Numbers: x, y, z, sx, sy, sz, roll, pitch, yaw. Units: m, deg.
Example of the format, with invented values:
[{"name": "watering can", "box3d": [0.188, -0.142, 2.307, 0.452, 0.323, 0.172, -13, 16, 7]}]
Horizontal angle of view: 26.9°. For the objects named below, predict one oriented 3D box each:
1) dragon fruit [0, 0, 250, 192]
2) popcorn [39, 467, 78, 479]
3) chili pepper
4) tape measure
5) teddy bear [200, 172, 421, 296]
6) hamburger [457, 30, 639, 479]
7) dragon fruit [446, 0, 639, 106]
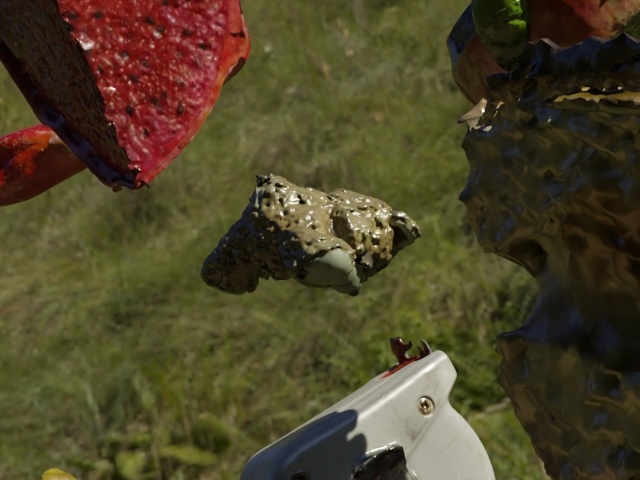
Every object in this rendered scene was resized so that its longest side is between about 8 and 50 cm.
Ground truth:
[{"name": "dragon fruit", "box3d": [-0.149, -0.174, 0.806, 0.126, 0.274, 0.161, -34, 22, -28]}, {"name": "popcorn", "box3d": [-0.158, 0.259, 0.832, 0.174, 0.195, 0.168, -19, 26, 37]}, {"name": "chili pepper", "box3d": [-0.248, -0.069, 1.156, 0.191, 0.059, 0.050, -21, 7, 10]}, {"name": "tape measure", "box3d": [0.064, 0.267, 1.400, 0.258, 0.265, 0.130, -29, 0, -31]}, {"name": "teddy bear", "box3d": [0.000, 0.000, 1.801, 0.267, 0.156, 0.256, -8, -13, 44]}, {"name": "hamburger", "box3d": [0.289, 0.020, 0.488, 0.287, 0.268, 0.445, -15, 7, -32]}, {"name": "dragon fruit", "box3d": [0.217, -0.184, 1.124, 0.295, 0.130, 0.268, -48, -10, 13]}]
